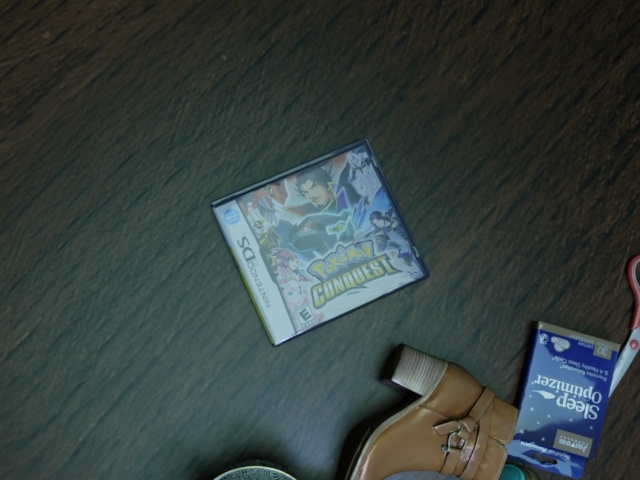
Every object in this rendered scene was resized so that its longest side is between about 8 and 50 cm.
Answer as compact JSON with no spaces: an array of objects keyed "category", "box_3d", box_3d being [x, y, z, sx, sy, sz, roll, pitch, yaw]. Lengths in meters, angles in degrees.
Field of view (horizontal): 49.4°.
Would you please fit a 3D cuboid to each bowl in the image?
[{"category":"bowl","box_3d":[-0.093,0.378,1.010,0.170,0.080,0.170,0,106,-1]}]

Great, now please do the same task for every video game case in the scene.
[{"category":"video game case","box_3d":[0.000,0.000,1.102,0.275,0.035,0.248,-24,86,-9]}]

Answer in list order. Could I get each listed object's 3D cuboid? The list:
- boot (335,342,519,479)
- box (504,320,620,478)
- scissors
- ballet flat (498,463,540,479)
[{"category":"boot","box_3d":[0.159,0.322,1.056,0.220,0.109,0.283,30,73,-6]},{"category":"box","box_3d":[0.383,0.254,1.108,0.137,0.036,0.225,16,82,1]},{"category":"scissors","box_3d":[0.533,0.160,1.147,0.109,0.021,0.297,19,81,-3]},{"category":"ballet flat","box_3d":[0.242,0.501,1.041,0.124,0.116,0.342,41,76,-19]}]
